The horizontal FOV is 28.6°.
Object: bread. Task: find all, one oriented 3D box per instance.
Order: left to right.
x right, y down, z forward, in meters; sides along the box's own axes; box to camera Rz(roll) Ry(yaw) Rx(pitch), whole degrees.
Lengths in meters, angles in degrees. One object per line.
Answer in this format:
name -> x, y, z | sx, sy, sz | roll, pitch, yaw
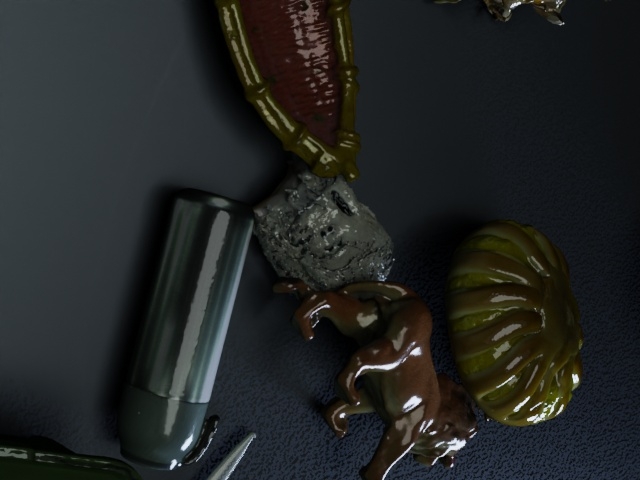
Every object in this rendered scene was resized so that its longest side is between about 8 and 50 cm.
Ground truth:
bread -> 0.203, 0.083, 1.279 | 0.213, 0.105, 0.213 | 14, 73, -53

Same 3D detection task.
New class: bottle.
bottle -> -0.119, 0.082, 1.149 | 0.096, 0.079, 0.253 | 15, 91, -15

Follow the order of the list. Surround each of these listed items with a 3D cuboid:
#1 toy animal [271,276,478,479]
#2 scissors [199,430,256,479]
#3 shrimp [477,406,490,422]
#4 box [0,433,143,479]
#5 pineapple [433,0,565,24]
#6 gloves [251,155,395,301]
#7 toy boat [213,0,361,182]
toy animal -> 0.074, 0.134, 1.242 | 0.157, 0.097, 0.312 | -32, 130, -19
scissors -> -0.119, 0.256, 1.214 | 0.085, 0.022, 0.176 | 42, 81, -25
shrimp -> 0.196, 0.139, 1.369 | 0.083, 0.023, 0.114 | -7, 97, -31
box -> -0.331, 0.261, 1.013 | 0.329, 0.178, 0.252 | 14, 93, -32
pineapple -> 0.197, -0.312, 1.239 | 0.236, 0.114, 0.186 | 10, 94, -27
gloves -> 0.003, 0.000, 1.208 | 0.114, 0.070, 0.153 | -48, 118, -14
toy boat -> -0.027, -0.207, 1.139 | 0.141, 0.099, 0.318 | -20, 109, -27
